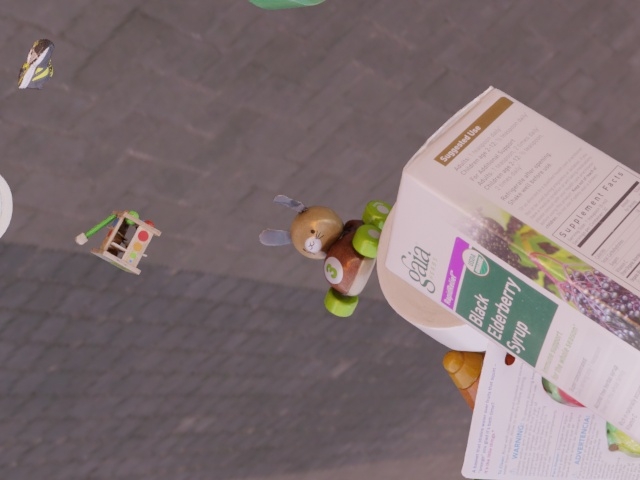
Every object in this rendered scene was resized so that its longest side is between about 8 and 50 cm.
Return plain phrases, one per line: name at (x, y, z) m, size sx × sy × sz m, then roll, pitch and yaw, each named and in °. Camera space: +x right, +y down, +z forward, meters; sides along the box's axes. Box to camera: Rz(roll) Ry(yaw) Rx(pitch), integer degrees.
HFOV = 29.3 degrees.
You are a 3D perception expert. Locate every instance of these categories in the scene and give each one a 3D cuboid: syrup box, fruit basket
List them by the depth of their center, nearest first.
syrup box at (0.156, 0.025, 0.680) m, size 0.096 × 0.237 × 0.093 m, roll -43°, pitch 157°, yaw -31°
fruit basket at (0.337, 0.107, 1.302) m, size 0.353 × 0.165 × 0.327 m, roll 7°, pitch 102°, yaw -11°

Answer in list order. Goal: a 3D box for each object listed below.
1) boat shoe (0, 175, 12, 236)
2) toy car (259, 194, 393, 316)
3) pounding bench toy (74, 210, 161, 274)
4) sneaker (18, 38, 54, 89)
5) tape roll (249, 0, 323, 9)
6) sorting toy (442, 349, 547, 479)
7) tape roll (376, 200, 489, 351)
boat shoe at (-0.423, -0.038, 1.009) m, size 0.319 × 0.099 × 0.116 m, roll 1°, pitch 104°, yaw -26°
toy car at (0.000, 0.000, 1.932) m, size 0.149 × 0.188 × 0.155 m, roll -67°, pitch -178°, yaw -56°
pounding bench toy at (-0.244, -0.008, 1.463) m, size 0.065 × 0.083 × 0.052 m, roll -63°, pitch -156°, yaw -10°
sneaker at (-0.345, -0.218, 1.515) m, size 0.035 × 0.031 × 0.083 m, roll 11°, pitch 141°, yaw -35°
tape roll at (-0.060, -0.520, 1.883) m, size 0.077 × 0.321 × 0.321 m, roll -1°, pitch 175°, yaw 29°
sorting toy at (0.174, 0.266, 1.412) m, size 0.126 × 0.365 × 0.127 m, roll 32°, pitch 141°, yaw -22°
tape roll at (0.225, 0.013, 1.781) m, size 0.286 × 0.286 × 0.100 m, roll -43°, pitch 136°, yaw 13°
